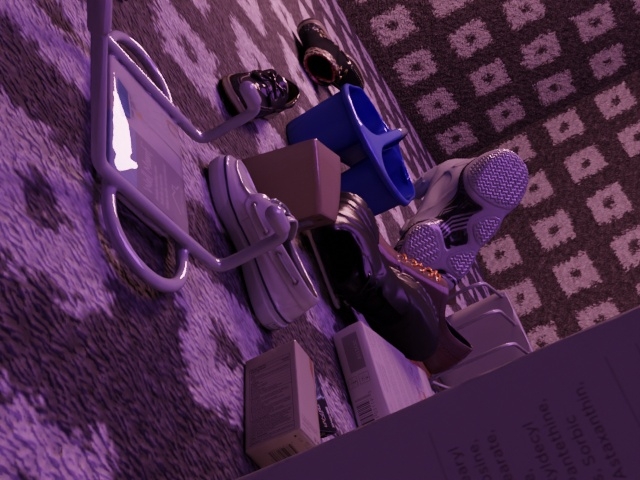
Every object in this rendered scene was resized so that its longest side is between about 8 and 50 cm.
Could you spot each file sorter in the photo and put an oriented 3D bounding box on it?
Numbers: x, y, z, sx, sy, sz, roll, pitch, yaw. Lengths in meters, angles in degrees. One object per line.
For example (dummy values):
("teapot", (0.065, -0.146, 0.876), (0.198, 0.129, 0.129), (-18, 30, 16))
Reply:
("file sorter", (0.302, 0.241, 1.576), (0.173, 0.193, 0.277), (32, 34, -59))

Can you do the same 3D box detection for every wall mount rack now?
("wall mount rack", (-0.150, -0.139, 0.752), (0.304, 0.130, 0.350), (49, 19, -44))

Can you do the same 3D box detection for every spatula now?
("spatula", (0.000, 0.000, 1.284), (0.242, 0.019, 0.168), (70, 14, 14))

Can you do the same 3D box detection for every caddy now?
("caddy", (0.080, -0.161, 1.525), (0.241, 0.179, 0.341), (62, 14, -2))

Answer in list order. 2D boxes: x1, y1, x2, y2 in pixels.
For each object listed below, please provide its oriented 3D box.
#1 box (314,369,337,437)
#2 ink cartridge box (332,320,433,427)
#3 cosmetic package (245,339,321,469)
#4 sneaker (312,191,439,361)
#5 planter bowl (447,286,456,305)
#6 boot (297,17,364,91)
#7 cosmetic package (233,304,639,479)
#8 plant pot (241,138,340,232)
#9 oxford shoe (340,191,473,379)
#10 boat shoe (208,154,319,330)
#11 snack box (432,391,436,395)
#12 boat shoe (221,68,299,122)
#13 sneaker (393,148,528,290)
("box", (-0.015, 0.172, 0.902), (0.067, 0.018, 0.083), (34, 32, -63))
("ink cartridge box", (0.109, 0.233, 1.151), (0.225, 0.056, 0.181), (43, 24, -50))
("cosmetic package", (-0.036, 0.154, 0.776), (0.041, 0.060, 0.115), (56, 17, -33))
("sneaker", (0.071, 0.069, 1.217), (0.286, 0.109, 0.130), (53, 24, -6))
("planter bowl", (0.222, 0.060, 1.728), (0.162, 0.109, 0.162), (-5, 90, -83))
("boot", (0.028, -0.401, 1.972), (0.236, 0.085, 0.178), (47, 23, -32))
("cosmetic package", (0.178, 0.287, 0.608), (0.329, 0.394, 0.327), (39, 28, -59))
("plant pot", (-0.031, -0.066, 1.122), (0.109, 0.109, 0.096), (22, 56, -69))
("oxford shoe", (0.134, 0.063, 1.377), (0.363, 0.133, 0.130), (61, 10, -19))
("boat shoe", (-0.060, -0.009, 0.952), (0.226, 0.076, 0.083), (68, 14, 19))
("snack box", (0.212, 0.290, 1.305), (0.141, 0.037, 0.100), (35, -10, 24))
("boat shoe", (-0.085, -0.229, 1.263), (0.080, 0.073, 0.223), (63, 14, 0))
("sneaker", (0.227, -0.026, 1.594), (0.137, 0.366, 0.210), (45, -7, -15))
